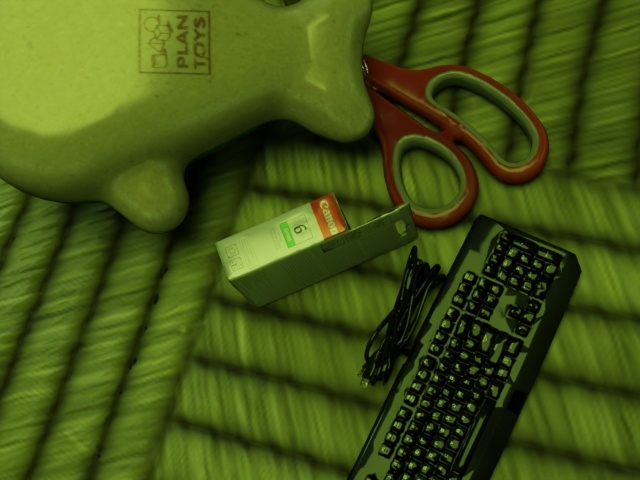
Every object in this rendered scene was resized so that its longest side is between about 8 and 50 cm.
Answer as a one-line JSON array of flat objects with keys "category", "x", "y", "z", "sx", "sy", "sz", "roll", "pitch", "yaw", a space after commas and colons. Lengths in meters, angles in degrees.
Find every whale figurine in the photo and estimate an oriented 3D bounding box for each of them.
[{"category": "whale figurine", "x": -0.102, "y": -0.111, "z": 0.534, "sx": 0.271, "sy": 0.141, "sz": 0.217, "roll": -2, "pitch": 85, "yaw": -4}]

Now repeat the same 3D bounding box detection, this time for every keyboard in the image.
[{"category": "keyboard", "x": 0.071, "y": 0.071, "z": 0.465, "sx": 0.100, "sy": 0.038, "sz": 0.192, "roll": 23, "pitch": 75, "yaw": 21}]

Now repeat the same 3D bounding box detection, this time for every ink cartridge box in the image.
[{"category": "ink cartridge box", "x": 0.000, "y": 0.000, "z": 0.494, "sx": 0.115, "sy": 0.063, "sz": 0.029, "roll": -24, "pitch": 68, "yaw": 3}]

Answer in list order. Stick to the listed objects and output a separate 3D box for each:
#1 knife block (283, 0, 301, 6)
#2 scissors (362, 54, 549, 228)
[{"category": "knife block", "x": 0.116, "y": -0.262, "z": 0.555, "sx": 0.242, "sy": 0.088, "sz": 0.276, "roll": 23, "pitch": 76, "yaw": 21}, {"category": "scissors", "x": 0.024, "y": -0.123, "z": 0.563, "sx": 0.109, "sy": 0.021, "sz": 0.297, "roll": -43, "pitch": 65, "yaw": -2}]
